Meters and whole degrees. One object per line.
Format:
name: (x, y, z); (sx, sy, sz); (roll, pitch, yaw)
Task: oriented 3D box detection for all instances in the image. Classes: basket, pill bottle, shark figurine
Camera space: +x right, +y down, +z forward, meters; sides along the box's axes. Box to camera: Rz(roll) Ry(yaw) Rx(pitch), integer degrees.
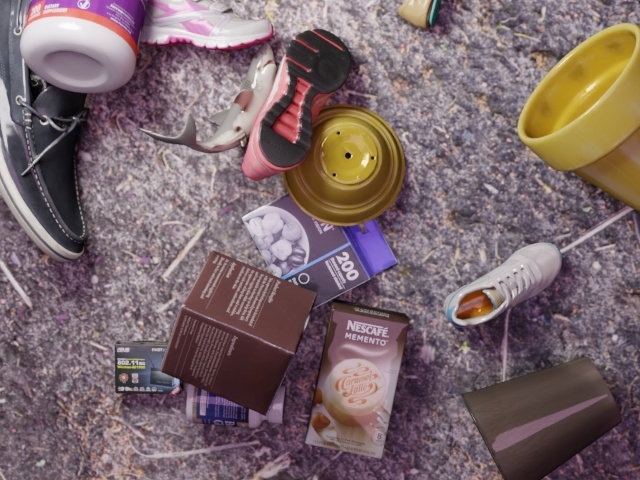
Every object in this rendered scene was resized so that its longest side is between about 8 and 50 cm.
basket: (0.389, 0.306, 1.811); (0.227, 0.154, 0.204); (-28, 92, 2)
pill bottle: (-0.148, 0.284, 1.861); (0.169, 0.094, 0.094); (5, 97, 3)
pill bottle: (-0.370, -0.414, 1.703); (0.182, 0.181, 0.323); (4, 66, 3)
shark figurine: (-0.171, -0.203, 1.790); (0.116, 0.278, 0.166); (12, 134, 38)

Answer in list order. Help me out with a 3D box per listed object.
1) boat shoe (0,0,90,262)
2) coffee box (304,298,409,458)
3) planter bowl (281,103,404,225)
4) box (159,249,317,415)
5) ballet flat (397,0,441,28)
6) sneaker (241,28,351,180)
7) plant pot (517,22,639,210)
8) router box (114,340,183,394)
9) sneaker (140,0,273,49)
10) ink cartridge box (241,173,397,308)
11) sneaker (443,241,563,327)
boat shoe: (-0.475, -0.210, 1.780); (0.156, 0.187, 0.500); (-14, 90, 10)
coffee box: (0.064, 0.241, 1.842); (0.141, 0.098, 0.246); (10, 97, 2)
planter bowl: (0.043, -0.137, 1.779); (0.217, 0.090, 0.217); (1, 83, -5)
box: (-0.139, 0.156, 1.782); (0.203, 0.168, 0.167); (23, 126, 0)
ballet flat: (0.192, -0.477, 1.767); (0.073, 0.080, 0.232); (22, 96, 15)
sneaker: (-0.056, -0.230, 1.759); (0.116, 0.136, 0.314); (35, 58, -15)
plant pot: (0.495, -0.182, 1.710); (0.239, 0.254, 0.254); (41, 97, -16)
router box: (-0.309, 0.229, 1.891); (0.122, 0.038, 0.092); (0, 96, 3)
sneaker: (-0.204, -0.383, 1.783); (0.252, 0.103, 0.111); (5, 98, 2)
ink cartridge box: (0.000, 0.000, 1.846); (0.208, 0.045, 0.206); (-28, 94, 5)
sneaker: (0.322, 0.084, 1.814); (0.229, 0.092, 0.087); (-33, 92, 5)
